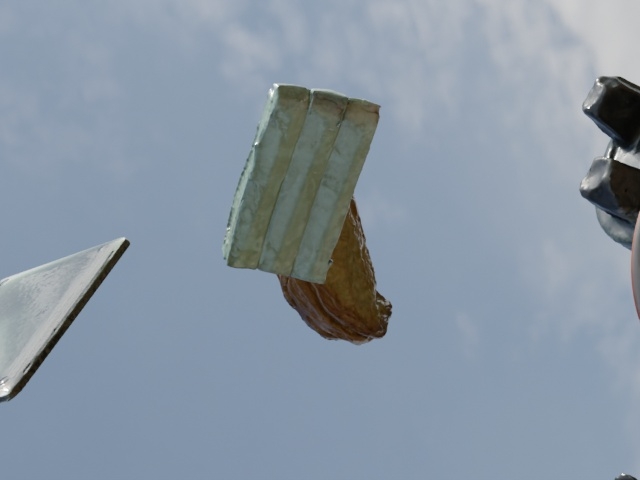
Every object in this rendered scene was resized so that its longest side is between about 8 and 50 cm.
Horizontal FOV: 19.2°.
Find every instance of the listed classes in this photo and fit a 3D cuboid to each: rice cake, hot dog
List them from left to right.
[{"bbox_3d":[-0.019,-0.056,1.825,0.124,0.211,0.038,11,-145,-20],"label":"rice cake"},{"bbox_3d":[-0.002,0.003,2.298,0.175,0.114,0.259,-66,-42,-70],"label":"hot dog"}]

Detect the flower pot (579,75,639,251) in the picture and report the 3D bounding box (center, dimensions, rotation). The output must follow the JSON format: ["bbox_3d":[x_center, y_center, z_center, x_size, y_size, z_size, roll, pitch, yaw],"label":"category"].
[{"bbox_3d":[0.476,-0.092,2.287,0.283,0.299,0.299,31,-132,-22],"label":"flower pot"}]

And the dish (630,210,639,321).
[{"bbox_3d":[0.428,0.023,1.853,0.260,0.085,0.260,-2,-86,-33],"label":"dish"}]

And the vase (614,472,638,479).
[{"bbox_3d":[0.465,0.377,2.441,0.237,0.115,0.115,17,-119,-34],"label":"vase"}]

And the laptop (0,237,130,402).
[{"bbox_3d":[-0.316,0.093,1.903,0.015,0.188,0.269,58,-145,-21],"label":"laptop"}]
